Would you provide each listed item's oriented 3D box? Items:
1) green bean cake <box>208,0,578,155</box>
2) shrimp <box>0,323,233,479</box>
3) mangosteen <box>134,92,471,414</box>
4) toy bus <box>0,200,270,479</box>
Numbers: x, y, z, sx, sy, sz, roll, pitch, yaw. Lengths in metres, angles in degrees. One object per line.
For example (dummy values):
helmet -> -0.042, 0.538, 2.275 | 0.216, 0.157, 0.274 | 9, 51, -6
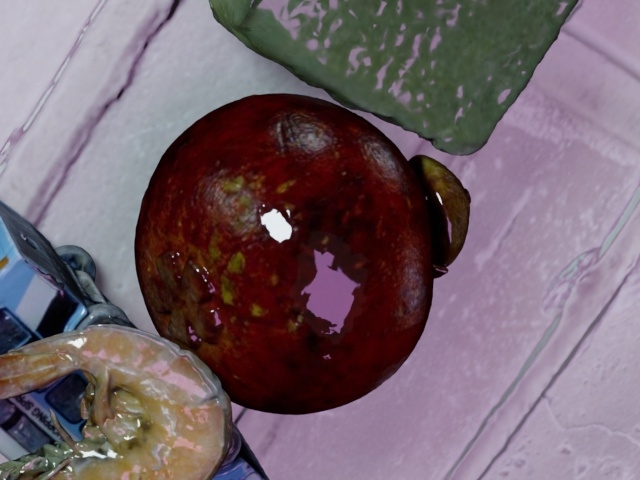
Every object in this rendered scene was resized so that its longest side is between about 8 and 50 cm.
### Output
green bean cake -> 0.054, -0.192, 1.286 | 0.227, 0.125, 0.222 | 30, 97, -36
shrimp -> -0.181, 0.128, 1.280 | 0.251, 0.052, 0.143 | -17, 115, 1
mangosteen -> 0.000, 0.000, 1.336 | 0.257, 0.215, 0.215 | -22, 129, -42
toy bus -> -0.162, 0.105, 1.363 | 0.131, 0.106, 0.297 | -39, 128, 1
